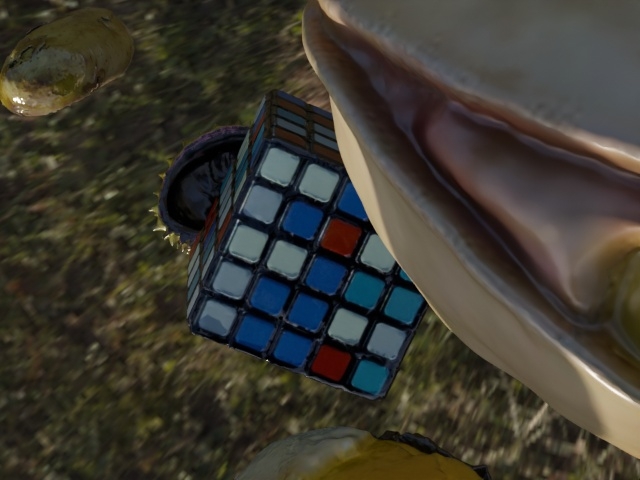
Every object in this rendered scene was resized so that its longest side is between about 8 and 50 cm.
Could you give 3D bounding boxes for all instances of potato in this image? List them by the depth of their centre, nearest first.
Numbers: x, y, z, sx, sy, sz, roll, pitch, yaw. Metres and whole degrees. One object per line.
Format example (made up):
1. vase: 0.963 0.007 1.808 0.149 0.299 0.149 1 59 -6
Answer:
1. potato: -0.245 -0.172 1.782 0.107 0.170 0.080 3 113 30

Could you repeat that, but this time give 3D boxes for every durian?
1. durian: -0.095 -0.043 1.876 0.187 0.108 0.119 -33 71 -20

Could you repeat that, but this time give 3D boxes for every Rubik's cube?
1. Rubik's cube: 0.000 0.000 1.591 0.184 0.187 0.182 22 105 -11

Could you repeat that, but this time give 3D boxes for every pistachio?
1. pistachio: 0.115 -0.044 0.781 0.230 0.309 0.230 -13 126 -19

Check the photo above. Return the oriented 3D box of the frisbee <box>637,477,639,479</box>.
1. frisbee: 0.266 0.218 1.291 0.021 0.251 0.251 36 107 -19

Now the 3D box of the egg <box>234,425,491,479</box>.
1. egg: 0.012 0.290 1.195 0.337 0.201 0.337 6 100 35
